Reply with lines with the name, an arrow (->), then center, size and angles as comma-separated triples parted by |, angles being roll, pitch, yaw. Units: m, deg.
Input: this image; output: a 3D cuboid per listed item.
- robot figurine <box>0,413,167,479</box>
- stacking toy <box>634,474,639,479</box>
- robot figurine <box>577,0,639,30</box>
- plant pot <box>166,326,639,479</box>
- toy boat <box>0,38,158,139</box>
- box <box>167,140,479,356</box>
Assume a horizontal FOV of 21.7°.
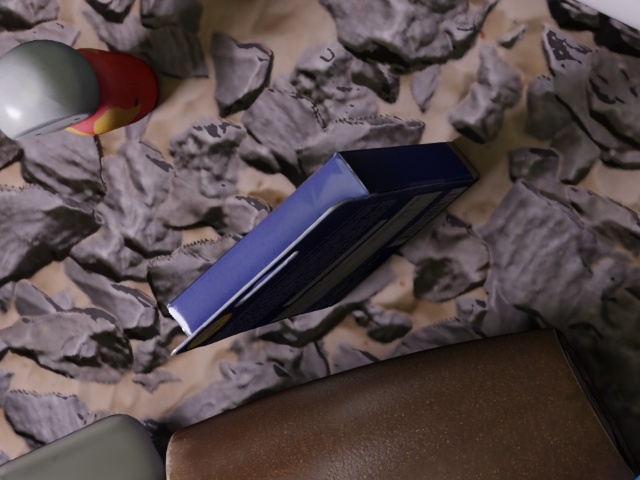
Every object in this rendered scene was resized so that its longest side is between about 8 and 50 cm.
robot figurine -> -0.097, 0.290, 1.041 | 0.199, 0.300, 0.353 | -24, 80, -22
stacking toy -> 0.204, 0.269, 0.969 | 0.175, 0.165, 0.302 | 42, 125, 22
robot figurine -> 0.173, -0.197, 0.866 | 0.278, 0.209, 0.174 | 23, 109, -10
plant pot -> 0.063, 0.151, 0.983 | 0.230, 0.215, 0.215 | -30, 84, 9
toy boat -> -0.096, -0.200, 1.021 | 0.267, 0.148, 0.318 | 32, 106, 16
box -> 0.000, 0.000, 0.962 | 0.136, 0.225, 0.036 | -42, 80, 21
